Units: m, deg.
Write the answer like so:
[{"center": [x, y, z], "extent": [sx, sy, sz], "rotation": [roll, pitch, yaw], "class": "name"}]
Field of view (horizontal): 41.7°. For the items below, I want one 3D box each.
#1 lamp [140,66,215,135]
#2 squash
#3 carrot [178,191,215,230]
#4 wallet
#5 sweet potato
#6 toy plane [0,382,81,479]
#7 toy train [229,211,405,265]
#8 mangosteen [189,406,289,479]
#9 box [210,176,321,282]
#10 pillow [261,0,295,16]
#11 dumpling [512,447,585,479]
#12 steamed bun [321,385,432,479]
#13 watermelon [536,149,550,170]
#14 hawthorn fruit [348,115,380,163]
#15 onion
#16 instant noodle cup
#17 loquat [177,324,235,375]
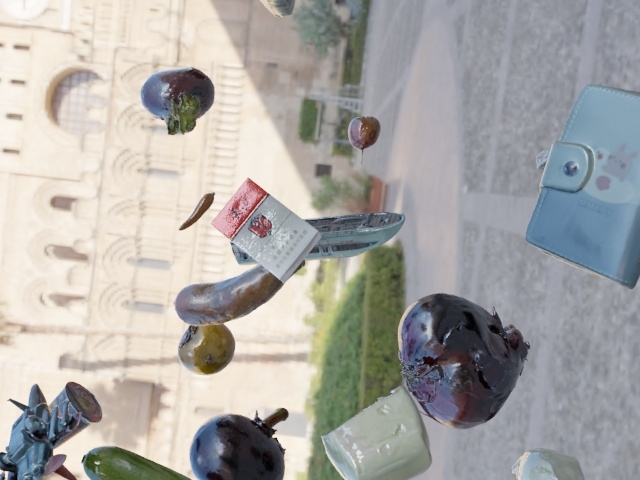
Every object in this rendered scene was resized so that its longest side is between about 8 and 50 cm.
[{"center": [-0.297, -0.292, 1.760], "extent": [0.157, 0.156, 0.135], "rotation": [-37, -54, -55], "class": "lamp"}, {"center": [-0.276, 0.463, 1.532], "extent": [0.094, 0.340, 0.094], "rotation": [-52, 15, 21], "class": "squash"}, {"center": [-0.327, -0.076, 2.244], "extent": [0.142, 0.035, 0.035], "rotation": [-52, -8, -10], "class": "carrot"}, {"center": [0.545, -0.114, 1.611], "extent": [0.083, 0.252, 0.361], "rotation": [4, -74, -50], "class": "wallet"}, {"center": [-0.159, 0.105, 1.640], "extent": [0.097, 0.291, 0.097], "rotation": [-19, -90, -72], "class": "sweet potato"}, {"center": [-0.510, 0.340, 1.491], "extent": [0.223, 0.104, 0.326], "rotation": [-48, 37, 6], "class": "toy plane"}, {"center": [0.000, 0.000, 1.930], "extent": [0.086, 0.406, 0.088], "rotation": [-68, -31, -57], "class": "toy train"}, {"center": [-0.172, 0.489, 1.973], "extent": [0.261, 0.235, 0.235], "rotation": [-48, -12, -15], "class": "mangosteen"}, {"center": [-0.087, -0.017, 1.355], "extent": [0.100, 0.152, 0.048], "rotation": [-51, -13, -7], "class": "box"}, {"center": [-0.130, -0.695, 1.911], "extent": [0.255, 0.119, 0.323], "rotation": [58, -160, -84], "class": "pillow"}, {"center": [0.523, 0.537, 1.875], "extent": [0.250, 0.162, 0.132], "rotation": [152, 139, -79], "class": "dumpling"}, {"center": [0.129, 0.466, 1.896], "extent": [0.170, 0.225, 0.200], "rotation": [78, 170, -56], "class": "steamed bun"}, {"center": [0.599, -0.195, 2.222], "extent": [0.085, 0.061, 0.085], "rotation": [57, 164, 26], "class": "watermelon"}, {"center": [0.089, -0.203, 1.717], "extent": [0.067, 0.066, 0.103], "rotation": [86, -173, -83], "class": "hawthorn fruit"}, {"center": [0.264, 0.228, 1.665], "extent": [0.221, 0.280, 0.281], "rotation": [-177, 94, -76], "class": "onion"}, {"center": [-0.623, 0.432, 2.047], "extent": [0.135, 0.127, 0.127], "rotation": [-40, 4, 7], "class": "instant noodle cup"}, {"center": [-0.267, 0.253, 1.979], "extent": [0.141, 0.141, 0.141], "rotation": [7, -90, -89], "class": "loquat"}]
